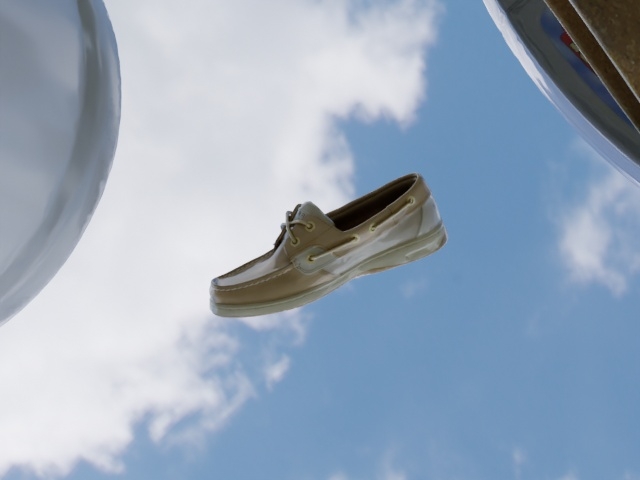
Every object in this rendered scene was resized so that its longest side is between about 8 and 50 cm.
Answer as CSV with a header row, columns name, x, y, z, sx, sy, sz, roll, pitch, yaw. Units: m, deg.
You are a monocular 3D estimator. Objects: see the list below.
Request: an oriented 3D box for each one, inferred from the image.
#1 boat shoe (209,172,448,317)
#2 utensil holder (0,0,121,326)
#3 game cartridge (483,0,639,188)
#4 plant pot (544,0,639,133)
name,x,y,z,sx,sy,sz,roll,pitch,yaw
boat shoe,0.000,0.000,1.022,0.170,0.059,0.063,-21,-159,-15
utensil holder,-0.337,-0.120,0.834,0.328,0.385,0.327,-5,-106,19
game cartridge,0.250,-0.145,1.060,0.198,0.062,0.297,-41,-100,-7
plant pot,0.191,-0.165,0.579,0.254,0.237,0.237,-36,-123,10
